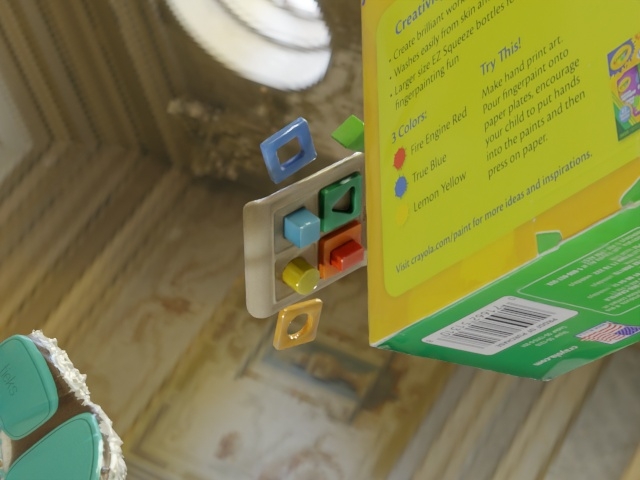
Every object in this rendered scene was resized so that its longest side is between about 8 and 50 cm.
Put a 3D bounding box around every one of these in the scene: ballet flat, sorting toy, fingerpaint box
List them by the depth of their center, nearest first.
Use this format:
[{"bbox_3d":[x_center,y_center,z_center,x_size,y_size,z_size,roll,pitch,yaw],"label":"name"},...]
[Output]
[{"bbox_3d":[0.209,-0.157,0.900,0.163,0.445,0.371,13,-118,-28],"label":"fingerpaint box"},{"bbox_3d":[-0.258,0.229,1.529,0.147,0.409,0.147,-8,-62,-15],"label":"ballet flat"},{"bbox_3d":[0.000,0.000,1.798,0.196,0.047,0.347,-24,-45,-27],"label":"sorting toy"}]
